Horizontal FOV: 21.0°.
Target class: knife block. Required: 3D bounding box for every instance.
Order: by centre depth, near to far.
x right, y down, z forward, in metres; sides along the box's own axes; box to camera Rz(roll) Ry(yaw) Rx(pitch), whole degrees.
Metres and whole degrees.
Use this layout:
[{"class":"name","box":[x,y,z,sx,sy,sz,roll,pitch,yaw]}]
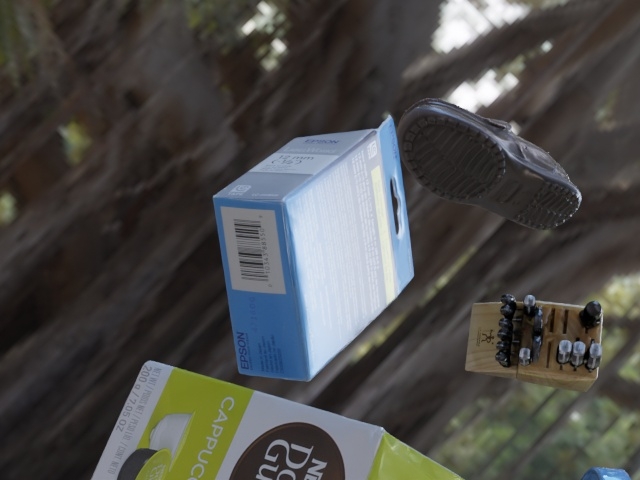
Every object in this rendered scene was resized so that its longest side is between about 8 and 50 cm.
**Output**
[{"class":"knife block","box":[0.305,0.126,2.077,0.276,0.088,0.242,14,-10,-38]}]

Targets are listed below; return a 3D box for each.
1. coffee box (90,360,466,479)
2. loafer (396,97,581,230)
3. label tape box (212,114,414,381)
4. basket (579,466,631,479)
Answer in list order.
[{"class":"coffee box","box":[-0.034,0.361,1.786,0.334,0.337,0.338,12,-16,39]},{"class":"loafer","box":[0.249,-0.128,2.697,0.366,0.134,0.130,28,30,-37]},{"class":"label tape box","box":[0.000,0.000,2.288,0.115,0.348,0.249,2,-67,26]},{"class":"basket","box":[0.189,0.341,1.320,0.201,0.254,0.289,6,-35,-9]}]
